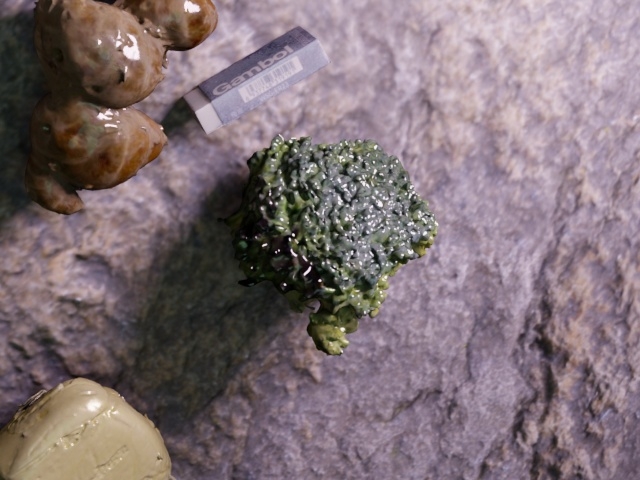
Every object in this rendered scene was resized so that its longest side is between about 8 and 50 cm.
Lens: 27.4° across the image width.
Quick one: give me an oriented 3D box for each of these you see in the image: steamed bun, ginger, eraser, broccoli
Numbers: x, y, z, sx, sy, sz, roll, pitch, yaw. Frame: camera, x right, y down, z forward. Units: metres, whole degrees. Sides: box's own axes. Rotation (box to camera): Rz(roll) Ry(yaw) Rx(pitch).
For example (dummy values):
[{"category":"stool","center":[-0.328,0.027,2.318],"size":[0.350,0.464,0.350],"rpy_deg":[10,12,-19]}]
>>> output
[{"category":"steamed bun","center":[-0.372,0.336,2.035],"size":[0.232,0.166,0.273],"rpy_deg":[-50,125,-9]},{"category":"ginger","center":[-0.302,-0.205,1.835],"size":[0.256,0.176,0.375],"rpy_deg":[9,108,-39]},{"category":"eraser","center":[-0.095,-0.238,1.937],"size":[0.212,0.092,0.046],"rpy_deg":[-31,119,-6]},{"category":"broccoli","center":[0.000,-0.008,2.005],"size":[0.293,0.348,0.281],"rpy_deg":[36,135,9]}]
